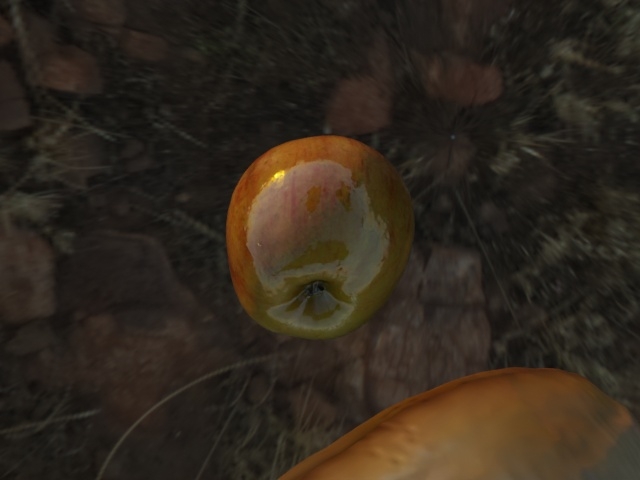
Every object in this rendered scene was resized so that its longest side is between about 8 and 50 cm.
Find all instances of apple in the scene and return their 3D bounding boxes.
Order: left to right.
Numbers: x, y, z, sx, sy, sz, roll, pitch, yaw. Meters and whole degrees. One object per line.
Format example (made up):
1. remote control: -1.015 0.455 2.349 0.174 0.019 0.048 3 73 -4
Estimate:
1. apple: 0.000 0.000 0.718 0.084 0.084 0.071 -8 52 5

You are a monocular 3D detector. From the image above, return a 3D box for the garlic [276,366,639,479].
1. garlic: -0.028 0.170 0.551 0.338 0.196 0.151 -35 91 6
